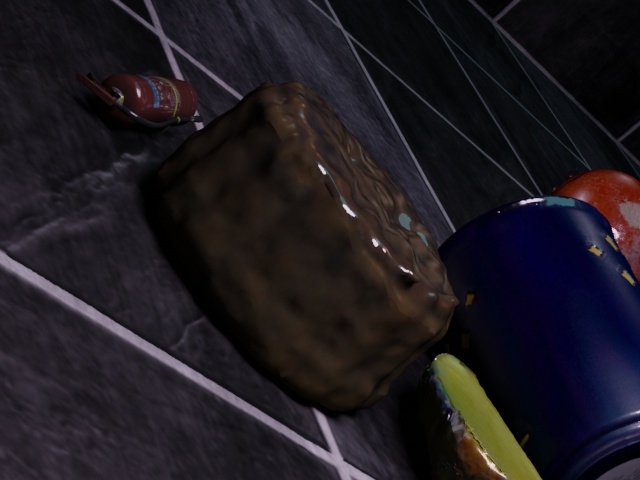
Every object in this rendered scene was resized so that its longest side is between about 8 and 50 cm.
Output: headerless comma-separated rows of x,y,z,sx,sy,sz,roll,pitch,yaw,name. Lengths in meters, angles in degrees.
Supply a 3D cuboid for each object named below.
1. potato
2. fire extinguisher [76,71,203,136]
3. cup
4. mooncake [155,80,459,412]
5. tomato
0.107,0.149,1.267,0.119,0.054,0.198,41,12,-26,potato
-0.127,-0.098,1.232,0.056,0.039,0.132,43,14,10,fire extinguisher
0.228,0.128,1.427,0.255,0.178,0.256,34,23,-41,cup
0.000,0.000,1.189,0.228,0.124,0.228,46,14,-15,mooncake
0.346,-0.004,2.128,0.167,0.167,0.167,45,15,-16,tomato
